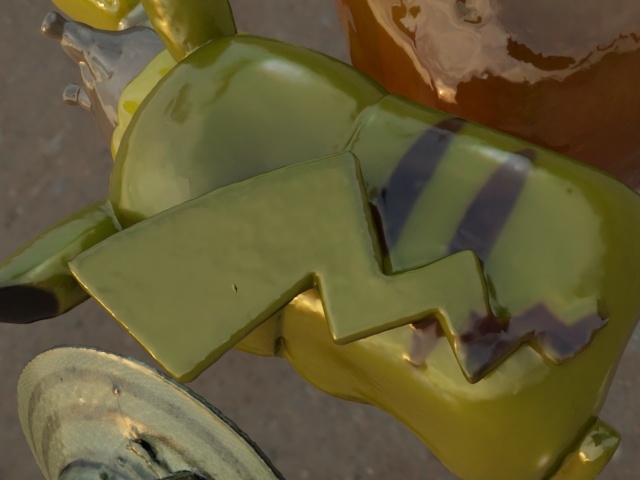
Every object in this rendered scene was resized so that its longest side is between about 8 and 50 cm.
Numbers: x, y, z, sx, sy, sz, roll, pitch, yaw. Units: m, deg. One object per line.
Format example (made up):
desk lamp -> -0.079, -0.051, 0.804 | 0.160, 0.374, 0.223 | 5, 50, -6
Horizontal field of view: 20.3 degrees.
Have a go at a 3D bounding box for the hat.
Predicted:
hat -> -0.125, 0.192, 1.099 | 0.252, 0.252, 0.110 | -2, 34, 43

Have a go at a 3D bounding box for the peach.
peach -> 0.173, -0.190, 1.358 | 0.342, 0.302, 0.343 | -1, 77, 6

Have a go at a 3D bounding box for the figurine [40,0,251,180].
figurine -> -0.140, -0.159, 1.509 | 0.187, 0.215, 0.344 | -34, 68, -3

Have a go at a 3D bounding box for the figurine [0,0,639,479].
figurine -> 0.007, 0.003, 0.855 | 0.326, 0.169, 0.218 | 23, 73, 15
